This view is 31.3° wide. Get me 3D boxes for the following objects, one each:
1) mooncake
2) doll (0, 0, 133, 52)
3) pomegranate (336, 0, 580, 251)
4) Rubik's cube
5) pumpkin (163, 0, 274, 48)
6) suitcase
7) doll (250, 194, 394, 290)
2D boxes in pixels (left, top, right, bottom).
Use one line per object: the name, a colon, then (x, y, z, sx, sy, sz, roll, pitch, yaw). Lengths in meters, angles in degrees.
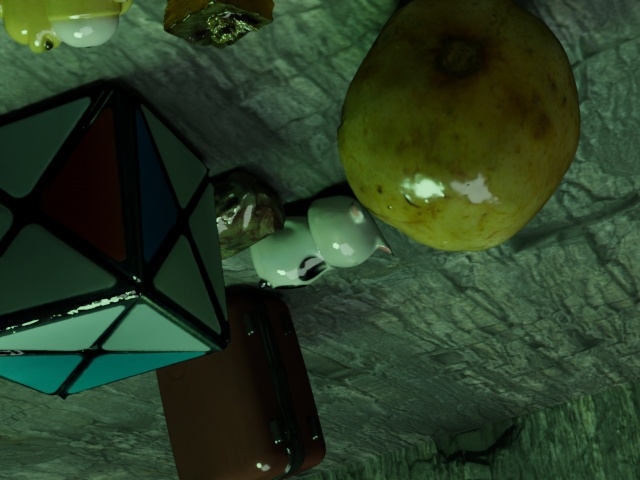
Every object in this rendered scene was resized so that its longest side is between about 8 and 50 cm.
mooncake: (-0.114, -0.027, 1.465, 0.125, 0.073, 0.130, -22, 157, 19)
doll: (-0.283, -0.200, 0.977, 0.291, 0.086, 0.117, -8, -163, -13)
pomegranate: (0.141, -0.117, 1.145, 0.260, 0.260, 0.260, -9, 157, -4)
Rubik's cube: (-0.261, 0.011, 1.263, 0.248, 0.250, 0.246, -15, 157, 14)
pumpkin: (-0.096, -0.211, 1.075, 0.074, 0.054, 0.083, -25, 159, 39)
suitcase: (-0.133, 0.250, 1.808, 0.236, 0.297, 0.161, -30, 159, 37)
doll: (-0.006, 0.000, 1.537, 0.180, 0.107, 0.110, -25, 135, 18)
